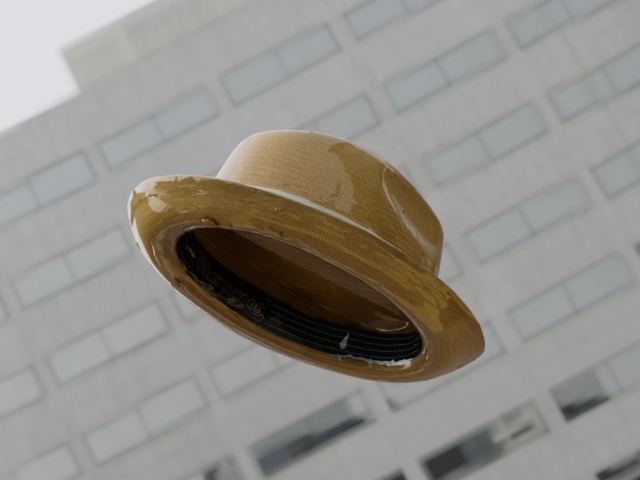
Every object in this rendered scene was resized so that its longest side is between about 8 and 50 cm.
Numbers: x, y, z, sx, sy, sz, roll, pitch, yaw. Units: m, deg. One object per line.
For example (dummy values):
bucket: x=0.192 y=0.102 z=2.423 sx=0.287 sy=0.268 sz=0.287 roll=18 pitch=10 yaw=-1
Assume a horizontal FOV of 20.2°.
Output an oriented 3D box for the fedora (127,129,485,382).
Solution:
fedora: x=0.000 y=0.000 z=0.919 sx=0.194 sy=0.194 sz=0.079 roll=114 pitch=179 yaw=-66
